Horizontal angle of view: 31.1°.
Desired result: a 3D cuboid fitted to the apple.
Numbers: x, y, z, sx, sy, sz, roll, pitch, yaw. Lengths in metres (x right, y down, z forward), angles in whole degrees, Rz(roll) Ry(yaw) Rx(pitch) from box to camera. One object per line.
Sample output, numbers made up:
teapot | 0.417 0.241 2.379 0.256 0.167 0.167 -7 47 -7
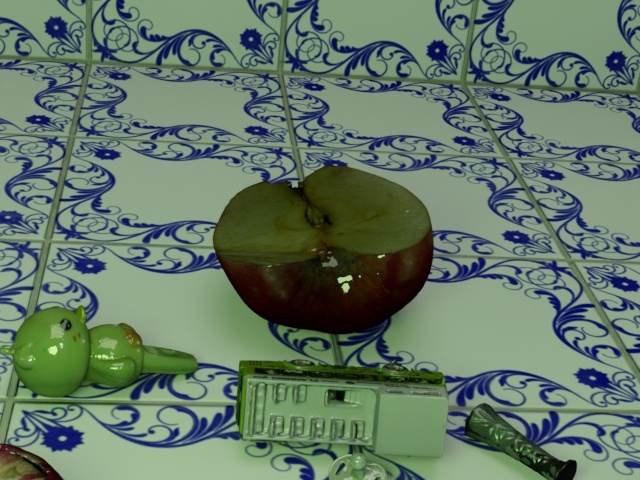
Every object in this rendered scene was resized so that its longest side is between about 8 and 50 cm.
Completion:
apple | 0.000 0.000 1.929 0.329 0.295 0.365 27 16 -26

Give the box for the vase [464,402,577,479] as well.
vase | 0.286 0.297 1.646 0.059 0.059 0.167 -18 35 -38

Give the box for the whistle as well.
whistle | -0.327 0.156 1.712 0.294 0.141 0.141 -7 30 -25

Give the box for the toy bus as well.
toy bus | 0.032 0.236 1.627 0.302 0.113 0.139 4 10 -4

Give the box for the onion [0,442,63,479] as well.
onion | -0.395 0.345 1.307 0.248 0.161 0.248 -4 22 1

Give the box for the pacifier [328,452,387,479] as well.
pacifier | 0.048 0.315 1.558 0.083 0.064 0.068 18 47 23
